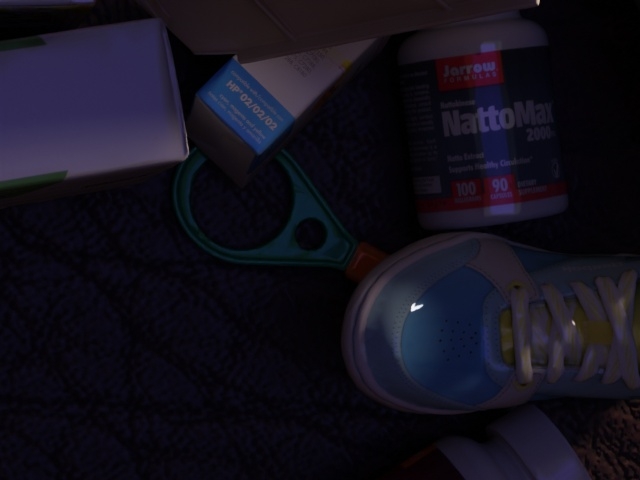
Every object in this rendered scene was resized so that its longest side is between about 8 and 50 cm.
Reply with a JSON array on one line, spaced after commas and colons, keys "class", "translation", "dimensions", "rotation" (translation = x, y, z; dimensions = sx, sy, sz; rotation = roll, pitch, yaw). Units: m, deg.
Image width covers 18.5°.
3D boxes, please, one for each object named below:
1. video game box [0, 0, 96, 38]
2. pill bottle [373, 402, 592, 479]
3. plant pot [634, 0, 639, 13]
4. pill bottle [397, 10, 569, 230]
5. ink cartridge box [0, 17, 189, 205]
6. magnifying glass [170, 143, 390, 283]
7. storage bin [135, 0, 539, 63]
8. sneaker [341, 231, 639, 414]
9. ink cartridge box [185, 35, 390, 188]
[{"class": "video game box", "translation": [-0.243, -0.156, 1.245], "dimensions": [0.187, 0.205, 0.048], "rotation": [0, 91, -12]}, {"class": "pill bottle", "translation": [0.079, 0.212, 1.364], "dimensions": [0.221, 0.121, 0.121], "rotation": [-32, 98, -9]}, {"class": "plant pot", "translation": [0.335, -0.229, 1.314], "dimensions": [0.341, 0.341, 0.334], "rotation": [-29, 89, -9]}, {"class": "pill bottle", "translation": [0.110, -0.102, 1.367], "dimensions": [0.108, 0.108, 0.180], "rotation": [-9, 93, -11]}, {"class": "ink cartridge box", "translation": [-0.181, -0.073, 1.255], "dimensions": [0.160, 0.219, 0.092], "rotation": [-10, 91, -12]}, {"class": "magnifying glass", "translation": [0.000, 0.000, 1.393], "dimensions": [0.231, 0.026, 0.092], "rotation": [28, 86, -9]}, {"class": "storage bin", "translation": [0.019, -0.264, 1.227], "dimensions": [0.123, 0.260, 0.262], "rotation": [42, 50, -46]}, {"class": "sneaker", "translation": [0.187, 0.054, 1.288], "dimensions": [0.319, 0.208, 0.127], "rotation": [-4, 92, -36]}, {"class": "ink cartridge box", "translation": [-0.006, -0.127, 1.332], "dimensions": [0.061, 0.104, 0.181], "rotation": [44, 76, 1]}]
